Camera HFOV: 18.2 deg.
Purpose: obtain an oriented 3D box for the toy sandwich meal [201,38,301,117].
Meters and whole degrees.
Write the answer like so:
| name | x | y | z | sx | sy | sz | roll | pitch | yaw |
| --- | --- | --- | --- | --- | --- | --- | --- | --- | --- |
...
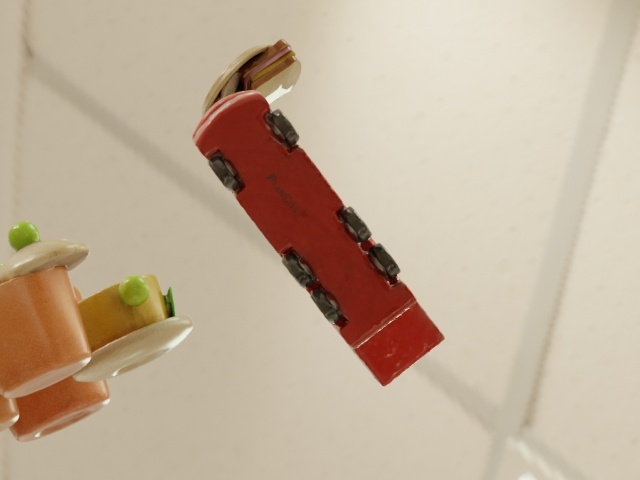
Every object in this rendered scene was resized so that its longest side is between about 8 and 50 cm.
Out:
| name | x | y | z | sx | sy | sz | roll | pitch | yaw |
| --- | --- | --- | --- | --- | --- | --- | --- | --- | --- |
| toy sandwich meal | -0.049 | -0.106 | 1.428 | 0.029 | 0.085 | 0.085 | 41 | -41 | 14 |

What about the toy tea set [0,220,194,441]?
| name | x | y | z | sx | sy | sz | roll | pitch | yaw |
| --- | --- | --- | --- | --- | --- | --- | --- | --- | --- |
| toy tea set | -0.205 | 0.056 | 1.315 | 0.336 | 0.200 | 0.124 | -38 | -105 | 55 |

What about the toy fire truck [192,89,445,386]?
| name | x | y | z | sx | sy | sz | roll | pitch | yaw |
| --- | --- | --- | --- | --- | --- | --- | --- | --- | --- |
| toy fire truck | 0.000 | 0.000 | 1.069 | 0.192 | 0.047 | 0.135 | 52 | -1 | -11 |
